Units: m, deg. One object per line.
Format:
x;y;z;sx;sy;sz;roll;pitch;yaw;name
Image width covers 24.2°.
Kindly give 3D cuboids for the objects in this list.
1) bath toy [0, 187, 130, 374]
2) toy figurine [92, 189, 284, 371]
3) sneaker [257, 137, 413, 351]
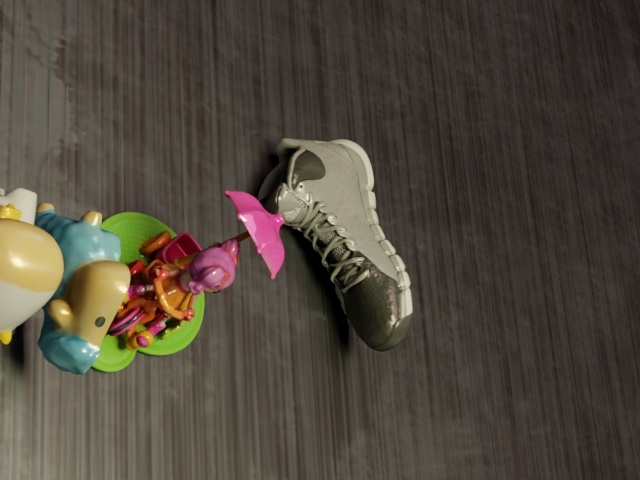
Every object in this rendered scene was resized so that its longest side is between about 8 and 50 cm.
-0.303;-0.002;1.031;0.348;0.151;0.129;20;83;-38;bath toy
-0.105;0.022;1.216;0.130;0.159;0.173;55;40;-12;toy figurine
0.000;0.000;1.424;0.132;0.086;0.228;9;53;-41;sneaker
